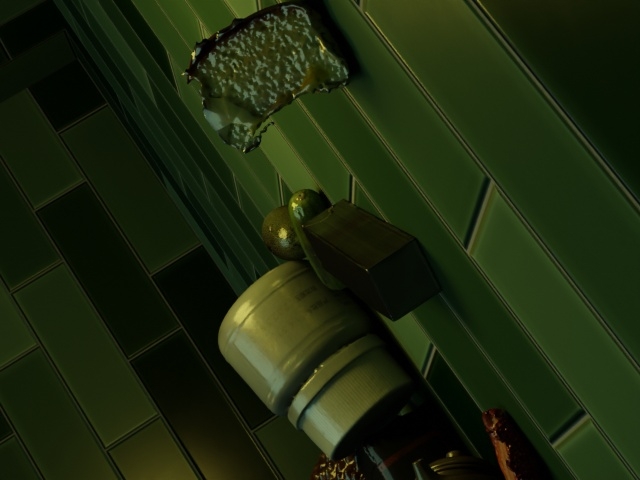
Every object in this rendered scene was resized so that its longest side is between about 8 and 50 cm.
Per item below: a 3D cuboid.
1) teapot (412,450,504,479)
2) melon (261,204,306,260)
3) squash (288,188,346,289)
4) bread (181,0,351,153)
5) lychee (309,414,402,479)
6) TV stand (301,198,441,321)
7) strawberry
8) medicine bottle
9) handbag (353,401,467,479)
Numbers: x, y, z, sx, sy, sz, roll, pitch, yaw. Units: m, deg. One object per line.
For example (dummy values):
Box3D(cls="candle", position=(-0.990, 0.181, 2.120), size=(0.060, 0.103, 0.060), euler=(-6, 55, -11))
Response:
Box3D(cls="teapot", position=(0.229, 0.419, 1.823), size=(0.268, 0.185, 0.175), euler=(37, -139, -39))
Box3D(cls="melon", position=(-0.051, -0.013, 2.006), size=(0.099, 0.099, 0.162), euler=(59, 171, -8))
Box3D(cls="squash", position=(0.000, 0.000, 1.899), size=(0.066, 0.066, 0.229), euler=(48, 168, 44))
Box3D(cls="bread", position=(-0.064, -0.192, 1.327), size=(0.140, 0.160, 0.169), euler=(59, 170, -10))
Box3D(cls="lychee", position=(0.111, 0.486, 2.199), size=(0.306, 0.306, 0.330), euler=(-161, 66, -74))
Box3D(cls="TV stand", position=(0.064, 0.022, 1.609), size=(0.088, 0.083, 0.269), euler=(60, 171, -21))
Box3D(cls="strawberry", position=(0.267, 0.298, 1.586), size=(0.104, 0.048, 0.152), euler=(-140, 33, -80))
Box3D(cls="medicine bottle", position=(-0.005, 0.211, 2.047), size=(0.306, 0.245, 0.245), euler=(46, 167, 21))
Box3D(cls="handbag", position=(0.177, 0.403, 1.983), size=(0.215, 0.169, 0.155), euler=(56, 156, 18))
